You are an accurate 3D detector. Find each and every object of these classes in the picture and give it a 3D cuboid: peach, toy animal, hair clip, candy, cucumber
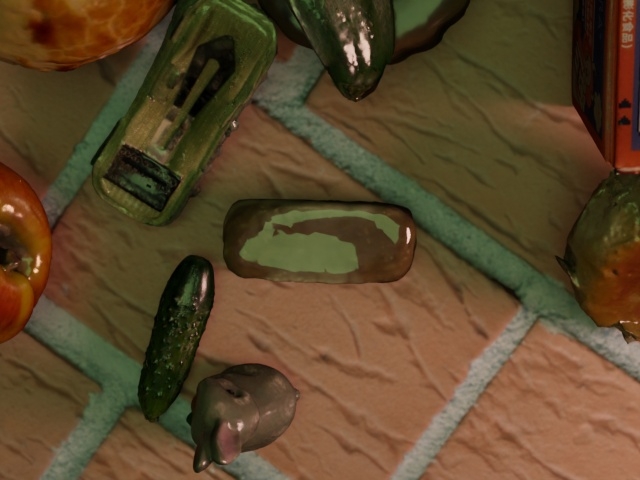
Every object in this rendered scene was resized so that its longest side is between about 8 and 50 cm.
[{"bbox_3d":[-0.459,0.010,1.282,0.280,0.238,0.281,15,133,17],"label":"peach"},{"bbox_3d":[-0.101,0.201,1.268,0.138,0.236,0.108,-17,83,3],"label":"toy animal"},{"bbox_3d":[-0.159,-0.166,1.291,0.138,0.091,0.321,30,121,-13],"label":"hair clip"},{"bbox_3d":[0.000,0.000,1.305,0.233,0.104,0.102,4,93,4],"label":"candy"},{"bbox_3d":[-0.183,0.126,1.351,0.069,0.069,0.227,19,98,3],"label":"cucumber"},{"bbox_3d":[0.002,-0.308,1.118,0.105,0.145,0.325,-21,94,17],"label":"cucumber"}]

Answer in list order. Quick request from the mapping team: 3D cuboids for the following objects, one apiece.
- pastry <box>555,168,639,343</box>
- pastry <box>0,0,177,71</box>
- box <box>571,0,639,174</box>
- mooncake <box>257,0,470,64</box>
[{"bbox_3d":[0.404,0.014,1.221,0.235,0.121,0.257,-37,126,22],"label":"pastry"},{"bbox_3d":[-0.279,-0.365,1.166,0.312,0.388,0.389,35,96,1],"label":"pastry"},{"bbox_3d":[0.443,-0.278,1.133,0.318,0.257,0.349,-2,112,3],"label":"box"},{"bbox_3d":[0.057,-0.349,1.250,0.290,0.161,0.290,0,94,7],"label":"mooncake"}]
